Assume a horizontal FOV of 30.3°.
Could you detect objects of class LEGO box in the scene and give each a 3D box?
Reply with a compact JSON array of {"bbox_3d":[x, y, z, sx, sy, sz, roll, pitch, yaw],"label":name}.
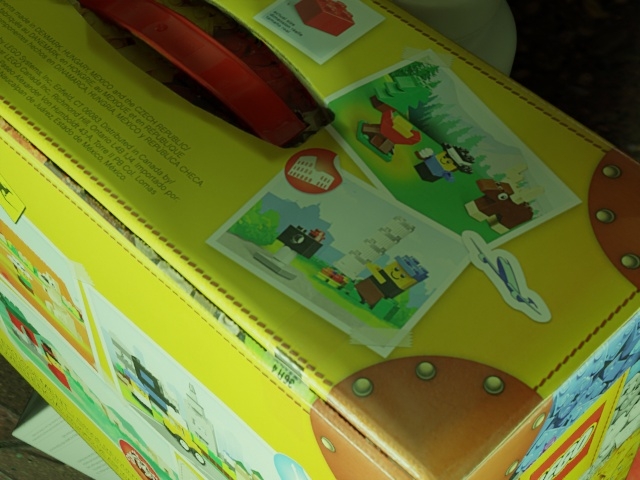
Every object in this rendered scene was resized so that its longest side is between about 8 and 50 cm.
[{"bbox_3d":[-0.063,0.014,0.709,0.500,0.193,0.372,39,152,26],"label":"LEGO box"}]

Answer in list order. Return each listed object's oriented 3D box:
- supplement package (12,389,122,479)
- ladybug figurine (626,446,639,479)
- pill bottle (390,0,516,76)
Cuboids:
[{"bbox_3d":[-0.124,0.173,1.201,0.293,0.175,0.177,33,145,-17],"label":"supplement package"},{"bbox_3d":[0.348,0.232,0.911,0.449,0.162,0.305,8,151,17],"label":"ladybug figurine"},{"bbox_3d":[0.053,-0.100,0.737,0.124,0.124,0.221,17,147,8],"label":"pill bottle"}]
